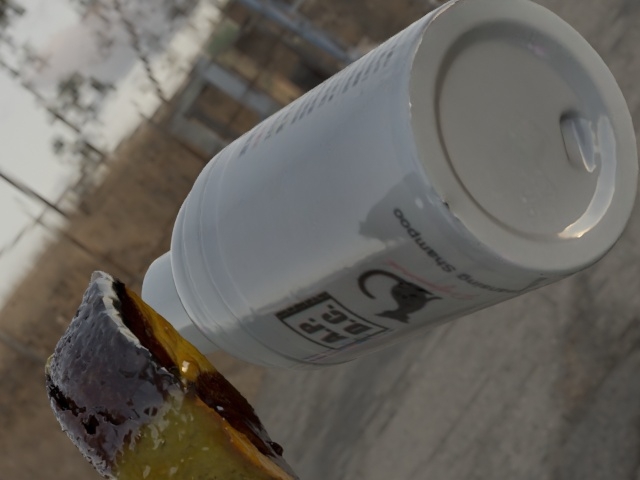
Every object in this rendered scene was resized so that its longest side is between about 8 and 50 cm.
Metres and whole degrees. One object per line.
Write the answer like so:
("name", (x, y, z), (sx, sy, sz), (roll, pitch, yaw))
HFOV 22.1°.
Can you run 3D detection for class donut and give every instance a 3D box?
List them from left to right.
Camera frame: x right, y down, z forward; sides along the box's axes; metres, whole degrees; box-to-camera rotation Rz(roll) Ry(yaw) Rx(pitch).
("donut", (-0.068, 0.078, 0.727), (0.059, 0.140, 0.140), (-46, 1, 1))

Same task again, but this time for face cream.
("face cream", (0.000, 0.000, 0.911), (0.370, 0.145, 0.145), (-29, 21, 53))
